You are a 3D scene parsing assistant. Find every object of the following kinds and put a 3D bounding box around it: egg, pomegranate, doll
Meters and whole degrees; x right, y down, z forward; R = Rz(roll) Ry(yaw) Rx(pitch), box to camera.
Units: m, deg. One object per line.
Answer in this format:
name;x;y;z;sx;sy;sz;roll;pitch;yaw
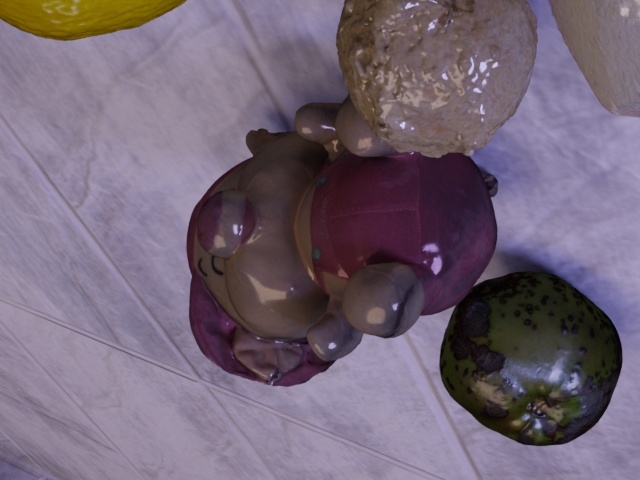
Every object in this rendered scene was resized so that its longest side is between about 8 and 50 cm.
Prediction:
egg;0.061;-0.106;0.916;0.118;0.116;0.140;32;168;-3
pomegranate;0.149;0.091;1.243;0.138;0.125;0.163;23;163;-17
doll;-0.003;-0.002;1.155;0.152;0.196;0.256;40;152;-25

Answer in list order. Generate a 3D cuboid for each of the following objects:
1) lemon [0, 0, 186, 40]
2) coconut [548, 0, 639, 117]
lemon;-0.127;-0.202;0.844;0.192;0.192;0.231;30;161;1
coconut;0.163;-0.127;0.676;0.161;0.161;0.162;23;161;20
